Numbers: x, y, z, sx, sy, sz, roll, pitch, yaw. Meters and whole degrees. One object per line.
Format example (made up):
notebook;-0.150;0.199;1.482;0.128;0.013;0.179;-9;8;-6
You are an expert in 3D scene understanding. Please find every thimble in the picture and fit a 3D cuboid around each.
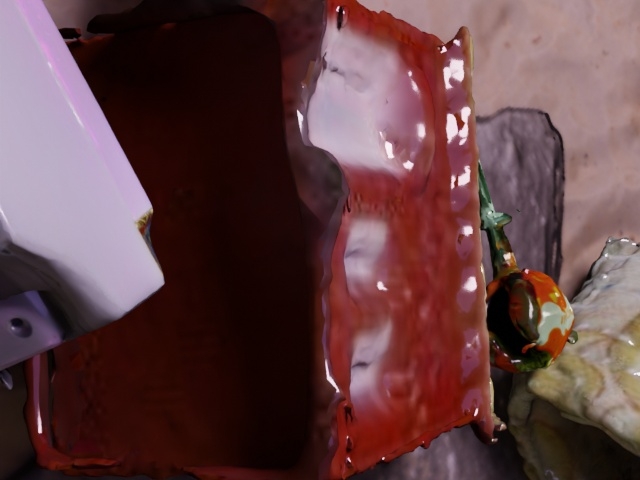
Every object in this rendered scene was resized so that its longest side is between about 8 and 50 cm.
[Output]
thimble;0.201;0.098;0.657;0.143;0.137;0.190;-39;86;-30

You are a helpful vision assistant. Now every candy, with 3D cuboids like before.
candy;0.094;-0.014;0.643;0.049;0.055;0.185;39;35;-61

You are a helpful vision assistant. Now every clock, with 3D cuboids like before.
clock;-0.187;-0.047;0.403;0.253;0.186;0.083;62;24;-10

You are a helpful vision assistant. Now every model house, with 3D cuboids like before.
model house;0.000;0.000;0.532;0.254;0.160;0.196;6;79;-61
